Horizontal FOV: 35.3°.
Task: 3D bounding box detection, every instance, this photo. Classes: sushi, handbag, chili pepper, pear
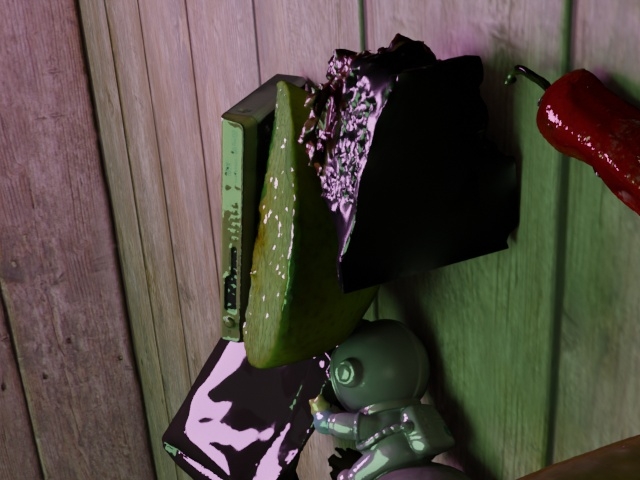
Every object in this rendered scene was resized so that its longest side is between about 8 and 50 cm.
[{"bbox_3d":[0.060,-0.084,0.834,0.150,0.153,0.172,-120,17,-58],"label":"sushi"},{"bbox_3d":[-0.061,0.202,1.268,0.285,0.113,0.257,-60,35,1],"label":"handbag"},{"bbox_3d":[0.192,-0.052,0.637,0.268,0.050,0.059,55,136,44],"label":"chili pepper"},{"bbox_3d":[0.003,0.004,0.971,0.239,0.139,0.288,-93,12,-76],"label":"pear"}]

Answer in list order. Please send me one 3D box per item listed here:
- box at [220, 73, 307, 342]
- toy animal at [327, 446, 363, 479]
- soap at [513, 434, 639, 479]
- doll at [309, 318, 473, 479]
[{"bbox_3d":[-0.063,-0.041,1.164,0.211,0.045,0.270,-51,-33,-62],"label":"box"},{"bbox_3d":[0.056,0.376,1.233,0.186,0.093,0.214,-145,36,-73],"label":"toy animal"},{"bbox_3d":[0.219,0.173,0.299,0.293,0.335,0.156,-132,34,-56],"label":"soap"},{"bbox_3d":[0.081,0.210,1.003,0.151,0.150,0.287,119,140,-62],"label":"doll"}]
